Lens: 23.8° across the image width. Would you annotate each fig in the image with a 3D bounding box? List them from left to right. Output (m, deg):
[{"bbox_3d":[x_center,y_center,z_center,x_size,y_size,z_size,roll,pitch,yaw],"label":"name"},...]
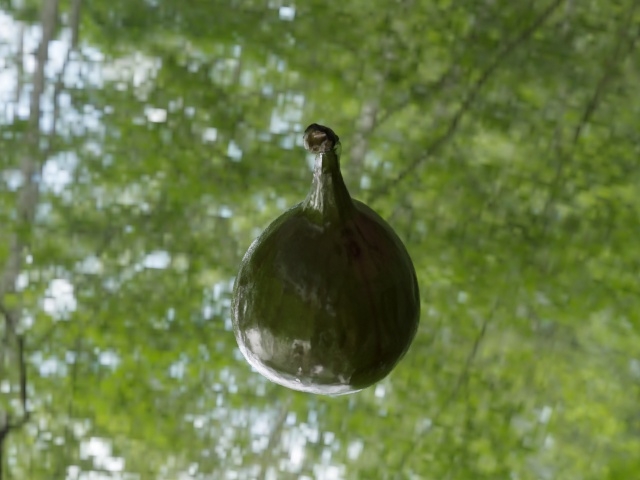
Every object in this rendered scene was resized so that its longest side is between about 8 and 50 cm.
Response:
[{"bbox_3d":[0.000,0.000,0.941,0.124,0.236,0.124,-2,-132,2],"label":"fig"}]
